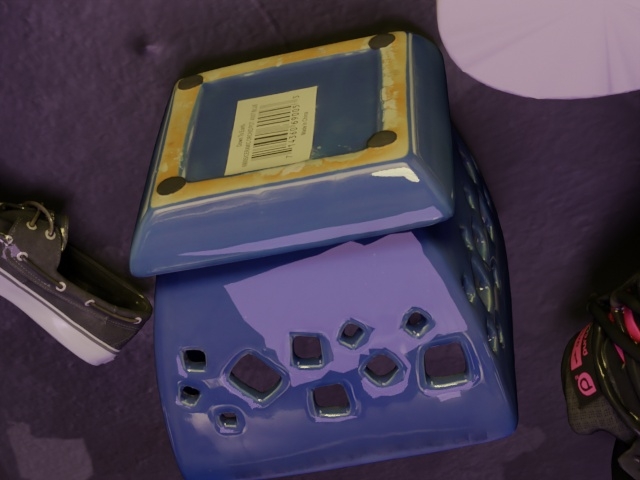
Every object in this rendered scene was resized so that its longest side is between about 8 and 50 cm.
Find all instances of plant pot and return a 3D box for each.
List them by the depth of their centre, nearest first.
[{"bbox_3d":[0.000,0.000,0.886,0.236,0.236,0.212,-10,126,10],"label":"plant pot"}]

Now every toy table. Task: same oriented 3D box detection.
[{"bbox_3d":[0.190,-0.208,0.738,0.274,0.160,0.252,-17,130,17],"label":"toy table"}]

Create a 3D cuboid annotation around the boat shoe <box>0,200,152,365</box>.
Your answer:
[{"bbox_3d":[-0.217,0.009,1.000,0.076,0.080,0.228,-39,120,9],"label":"boat shoe"}]

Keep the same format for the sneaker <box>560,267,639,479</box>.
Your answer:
[{"bbox_3d":[0.276,0.093,0.972,0.202,0.185,0.482,1,140,17],"label":"sneaker"}]
